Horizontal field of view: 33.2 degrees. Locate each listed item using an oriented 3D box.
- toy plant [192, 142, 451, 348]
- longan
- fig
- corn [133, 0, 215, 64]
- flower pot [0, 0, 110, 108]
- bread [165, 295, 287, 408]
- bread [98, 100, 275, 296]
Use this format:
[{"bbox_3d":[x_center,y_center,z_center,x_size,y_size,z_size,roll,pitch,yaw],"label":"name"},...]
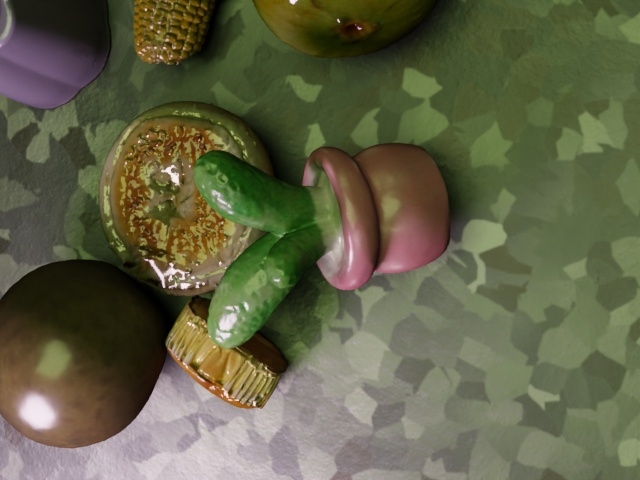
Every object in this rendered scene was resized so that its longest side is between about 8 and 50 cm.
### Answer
[{"bbox_3d":[0.004,-0.003,1.554,0.356,0.210,0.317,-16,123,-20],"label":"toy plant"},{"bbox_3d":[-0.387,0.174,1.696,0.297,0.297,0.297,0,92,17],"label":"longan"},{"bbox_3d":[0.038,-0.434,1.552,0.316,0.316,0.316,0,92,17],"label":"fig"},{"bbox_3d":[-0.211,-0.469,1.693,0.144,0.144,0.387,13,100,16],"label":"corn"},{"bbox_3d":[-0.502,-0.354,1.728,0.265,0.243,0.265,0,92,14],"label":"flower pot"},{"bbox_3d":[-0.151,0.183,1.685,0.190,0.132,0.114,33,99,2],"label":"bread"},{"bbox_3d":[-0.203,-0.065,1.687,0.305,0.159,0.305,0,92,12],"label":"bread"}]
